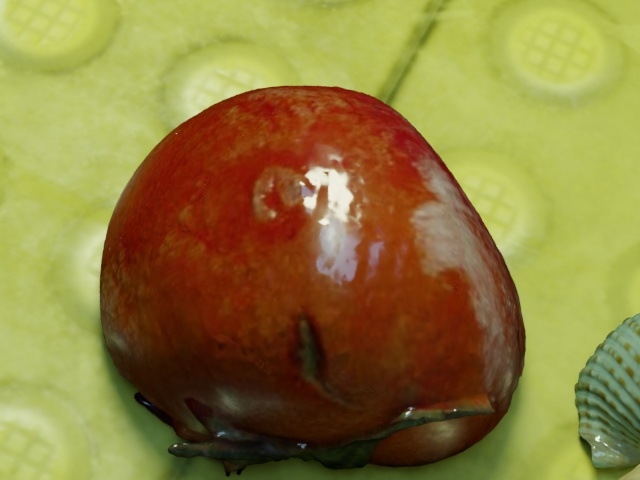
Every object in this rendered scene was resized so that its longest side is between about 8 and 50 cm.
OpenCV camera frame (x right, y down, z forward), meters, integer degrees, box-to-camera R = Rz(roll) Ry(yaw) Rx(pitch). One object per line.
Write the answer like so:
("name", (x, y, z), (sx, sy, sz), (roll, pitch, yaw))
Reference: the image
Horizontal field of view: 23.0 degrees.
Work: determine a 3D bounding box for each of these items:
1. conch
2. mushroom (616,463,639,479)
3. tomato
("conch", (0.251, 0.091, 1.045), (0.153, 0.102, 0.135), (-4, 48, -7))
("mushroom", (0.191, 0.280, 0.840), (0.325, 0.353, 0.353), (35, 62, -12))
("tomato", (0.000, 0.001, 1.025), (0.309, 0.170, 0.309), (3, 63, -5))
